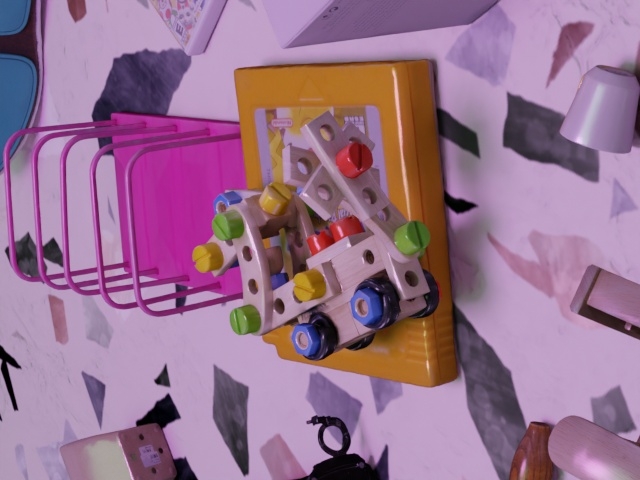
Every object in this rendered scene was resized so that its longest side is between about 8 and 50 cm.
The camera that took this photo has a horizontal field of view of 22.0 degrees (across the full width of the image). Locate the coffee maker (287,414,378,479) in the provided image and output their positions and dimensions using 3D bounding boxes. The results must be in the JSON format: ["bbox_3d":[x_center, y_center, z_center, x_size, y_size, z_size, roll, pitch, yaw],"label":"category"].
[{"bbox_3d":[-0.017,0.294,1.798,0.178,0.120,0.171,-22,58,51],"label":"coffee maker"}]

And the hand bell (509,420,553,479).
[{"bbox_3d":[0.187,0.289,1.551,0.126,0.126,0.242,18,100,49],"label":"hand bell"}]

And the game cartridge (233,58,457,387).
[{"bbox_3d":[0.020,-0.023,1.699,0.285,0.052,0.324,5,102,52],"label":"game cartridge"}]

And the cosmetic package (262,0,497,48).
[{"bbox_3d":[0.045,-0.306,1.447,0.138,0.224,0.224,-38,69,52],"label":"cosmetic package"}]

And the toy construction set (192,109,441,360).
[{"bbox_3d":[0.000,0.000,1.589,0.327,0.151,0.215,-39,70,62],"label":"toy construction set"}]

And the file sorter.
[{"bbox_3d":[-0.219,-0.032,1.895,0.290,0.182,0.202,10,107,51],"label":"file sorter"}]

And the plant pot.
[{"bbox_3d":[-0.248,0.287,2.090,0.096,0.109,0.109,-34,72,38],"label":"plant pot"}]

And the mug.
[{"bbox_3d":[0.235,-0.116,1.391,0.078,0.062,0.064,28,113,38],"label":"mug"}]

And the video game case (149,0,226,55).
[{"bbox_3d":[-0.154,-0.360,1.853,0.206,0.026,0.227,56,138,27],"label":"video game case"}]

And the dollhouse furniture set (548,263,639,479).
[{"bbox_3d":[0.256,0.166,1.324,0.161,0.212,0.242,26,93,44],"label":"dollhouse furniture set"}]

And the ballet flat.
[{"bbox_3d":[-0.436,-0.271,2.179,0.139,0.139,0.400,34,121,43],"label":"ballet flat"}]
